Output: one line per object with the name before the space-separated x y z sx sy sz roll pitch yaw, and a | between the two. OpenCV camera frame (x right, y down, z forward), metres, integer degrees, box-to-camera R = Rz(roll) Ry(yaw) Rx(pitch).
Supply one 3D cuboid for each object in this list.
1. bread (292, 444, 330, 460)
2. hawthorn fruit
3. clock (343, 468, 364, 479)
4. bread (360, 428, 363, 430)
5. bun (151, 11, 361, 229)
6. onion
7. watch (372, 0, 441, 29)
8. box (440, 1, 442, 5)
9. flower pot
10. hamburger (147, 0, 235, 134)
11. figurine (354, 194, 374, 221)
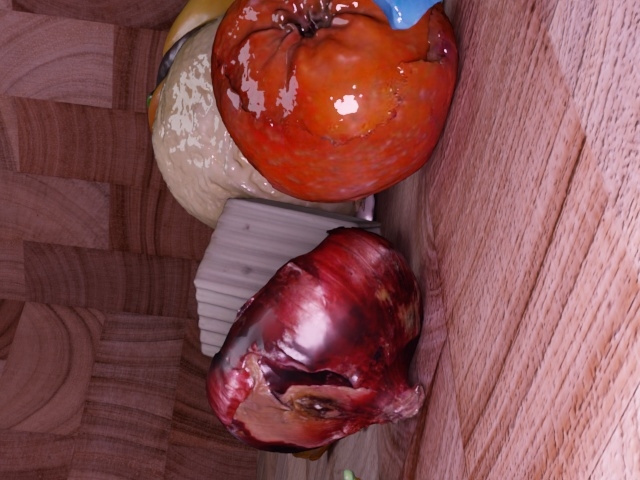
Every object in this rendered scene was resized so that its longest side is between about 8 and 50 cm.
bread | -0.010 0.296 1.698 0.200 0.077 0.116 110 167 -60
hawthorn fruit | 0.020 -0.151 1.119 0.307 0.276 0.276 79 -170 -48
clock | 0.006 0.353 1.130 0.103 0.144 0.231 -93 10 -67
bread | 0.036 0.203 1.433 0.188 0.065 0.149 113 158 -64
bun | -0.075 -0.160 1.454 0.227 0.348 0.353 -100 7 -79
onion | 0.017 0.132 1.064 0.195 0.272 0.272 39 136 31
watch | 0.098 -0.300 0.705 0.274 0.241 0.305 -141 56 -67
box | 0.105 -0.302 1.307 0.240 0.074 0.153 150 123 -82
flower pot | -0.036 0.062 1.306 0.209 0.189 0.239 -57 -29 -49
hamburger | -0.113 -0.244 1.735 0.396 0.395 0.278 105 173 -57
figurine | 0.000 0.000 1.628 0.167 0.141 0.250 -87 7 -45
